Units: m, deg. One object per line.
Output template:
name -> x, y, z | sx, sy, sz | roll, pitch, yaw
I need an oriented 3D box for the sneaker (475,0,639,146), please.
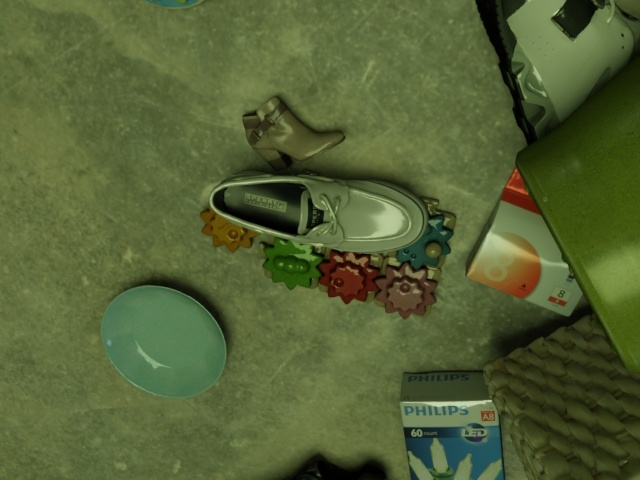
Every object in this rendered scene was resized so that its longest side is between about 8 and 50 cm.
sneaker -> 0.251, -0.235, 0.721 | 0.146, 0.122, 0.330 | -23, 120, 13

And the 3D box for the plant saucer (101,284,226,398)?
plant saucer -> -0.228, 0.146, 1.023 | 0.195, 0.037, 0.194 | 4, 114, 10

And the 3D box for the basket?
basket -> 0.396, 0.246, 0.753 | 0.329, 0.331, 0.266 | -27, 105, 5

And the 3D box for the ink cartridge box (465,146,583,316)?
ink cartridge box -> 0.283, -0.007, 0.852 | 0.146, 0.045, 0.179 | 21, 118, 1

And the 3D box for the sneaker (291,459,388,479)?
sneaker -> -0.028, 0.402, 1.079 | 0.284, 0.107, 0.124 | -6, 98, 10

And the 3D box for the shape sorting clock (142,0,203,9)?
shape sorting clock -> -0.206, -0.337, 0.749 | 0.206, 0.040, 0.206 | 25, 155, 13

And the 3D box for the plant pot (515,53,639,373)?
plant pot -> 0.387, -0.054, 0.616 | 0.353, 0.366, 0.366 | -29, 105, 16

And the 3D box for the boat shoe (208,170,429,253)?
boat shoe -> -0.005, -0.037, 0.835 | 0.268, 0.088, 0.096 | 13, 102, 10

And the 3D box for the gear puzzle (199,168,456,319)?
gear puzzle -> 0.000, 0.000, 0.909 | 0.339, 0.044, 0.175 | 14, 115, 5

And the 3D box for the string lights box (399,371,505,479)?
string lights box -> 0.197, 0.318, 0.993 | 0.134, 0.076, 0.259 | -5, 112, 14

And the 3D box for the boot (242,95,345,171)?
boot -> -0.039, -0.140, 0.856 | 0.119, 0.042, 0.086 | -22, 108, 21
